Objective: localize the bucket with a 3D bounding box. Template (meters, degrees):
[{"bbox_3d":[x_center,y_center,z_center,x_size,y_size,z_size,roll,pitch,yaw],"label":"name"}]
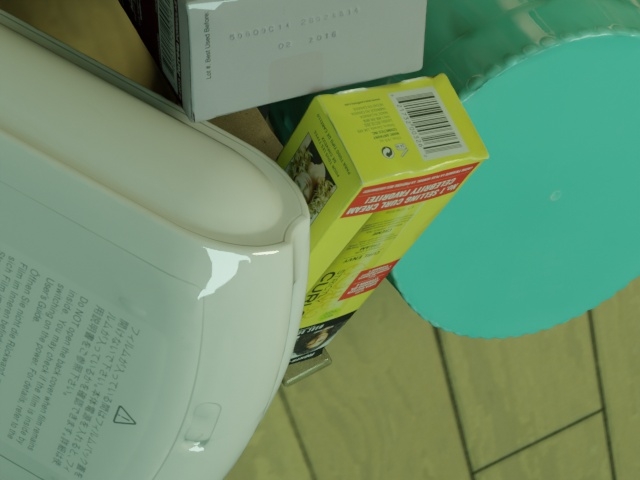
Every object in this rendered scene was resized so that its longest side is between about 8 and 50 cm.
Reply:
[{"bbox_3d":[0.120,-0.079,0.961,0.281,0.183,0.281,-14,132,-16],"label":"bucket"}]

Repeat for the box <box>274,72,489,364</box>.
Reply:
[{"bbox_3d":[0.000,0.000,0.791,0.087,0.058,0.232,-13,155,-32],"label":"box"}]

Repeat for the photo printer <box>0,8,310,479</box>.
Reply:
[{"bbox_3d":[-0.163,0.015,0.741,0.307,0.107,0.256,28,127,4],"label":"photo printer"}]

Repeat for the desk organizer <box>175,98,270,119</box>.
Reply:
[{"bbox_3d":[-0.055,-0.127,0.922,0.047,0.050,0.130,0,125,-29],"label":"desk organizer"}]

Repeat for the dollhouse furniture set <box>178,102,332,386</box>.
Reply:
[{"bbox_3d":[-0.127,0.026,0.947,0.259,0.135,0.262,-27,151,-10],"label":"dollhouse furniture set"}]

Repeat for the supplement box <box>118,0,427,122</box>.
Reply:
[{"bbox_3d":[-0.051,-0.168,0.759,0.130,0.239,0.073,-15,133,-17],"label":"supplement box"}]
